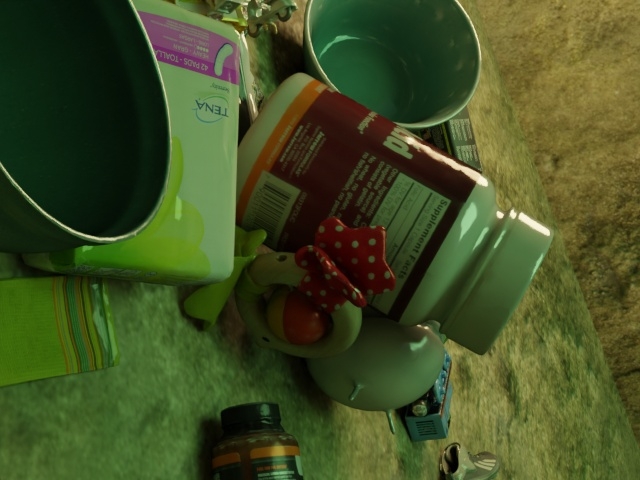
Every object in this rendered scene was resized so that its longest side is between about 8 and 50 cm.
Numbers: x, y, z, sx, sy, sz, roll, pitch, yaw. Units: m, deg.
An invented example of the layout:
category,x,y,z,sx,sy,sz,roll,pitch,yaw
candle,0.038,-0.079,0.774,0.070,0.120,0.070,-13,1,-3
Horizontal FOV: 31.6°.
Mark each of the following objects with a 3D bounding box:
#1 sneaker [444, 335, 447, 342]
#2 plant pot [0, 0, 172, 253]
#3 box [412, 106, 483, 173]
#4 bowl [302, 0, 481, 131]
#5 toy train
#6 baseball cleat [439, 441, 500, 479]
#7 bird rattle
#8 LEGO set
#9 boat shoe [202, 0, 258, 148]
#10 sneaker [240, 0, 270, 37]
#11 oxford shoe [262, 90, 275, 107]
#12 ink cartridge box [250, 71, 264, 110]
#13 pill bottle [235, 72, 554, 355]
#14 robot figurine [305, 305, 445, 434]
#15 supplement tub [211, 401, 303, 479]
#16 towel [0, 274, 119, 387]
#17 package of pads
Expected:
category,x,y,z,sx,sy,sz,roll,pitch,yaw
sneaker,0.185,0.062,2.077,0.123,0.109,0.296,88,-1,-56
plant pot,-0.286,-0.116,0.948,0.293,0.196,0.293,46,37,-49
box,0.175,-0.216,2.056,0.060,0.216,0.270,-8,81,-36
bowl,0.093,-0.292,1.887,0.311,0.163,0.312,8,65,-18
toy train,0.188,0.261,1.959,0.184,0.080,0.105,-67,145,-59
baseball cleat,0.274,0.405,2.067,0.109,0.072,0.206,66,20,-3
bird rattle,-0.024,0.061,1.384,0.143,0.253,0.207,-75,155,-44
LEGO set,-0.156,-0.306,1.267,0.287,0.132,0.107,15,53,-56
boat shoe,-0.144,-0.220,1.511,0.076,0.080,0.229,-15,94,-54
sneaker,-0.124,-0.319,1.651,0.166,0.065,0.076,-10,102,-64
oxford shoe,0.042,-0.109,1.791,0.169,0.130,0.449,39,4,32
ink cartridge box,-0.116,-0.197,1.607,0.063,0.029,0.115,61,26,-29
pill bottle,0.085,-0.030,1.463,0.392,0.224,0.224,30,26,5
robot figurine,0.080,0.096,1.641,0.300,0.199,0.353,31,47,-35
supplement tub,-0.069,0.289,1.304,0.106,0.106,0.198,24,54,-61
towel,-0.270,0.083,1.084,0.237,0.021,0.102,-1,76,-66
package of pads,-0.189,-0.105,1.181,0.229,0.101,0.297,10,79,-51
